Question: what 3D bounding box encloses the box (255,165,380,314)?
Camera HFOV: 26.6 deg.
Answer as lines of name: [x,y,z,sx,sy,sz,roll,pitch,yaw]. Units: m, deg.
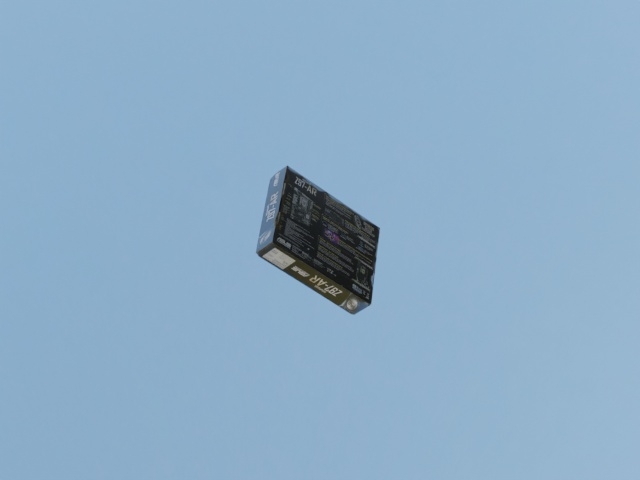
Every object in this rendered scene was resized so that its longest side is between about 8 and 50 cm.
box: [0.000,0.000,0.870,0.083,0.018,0.067,32,-135,-27]
